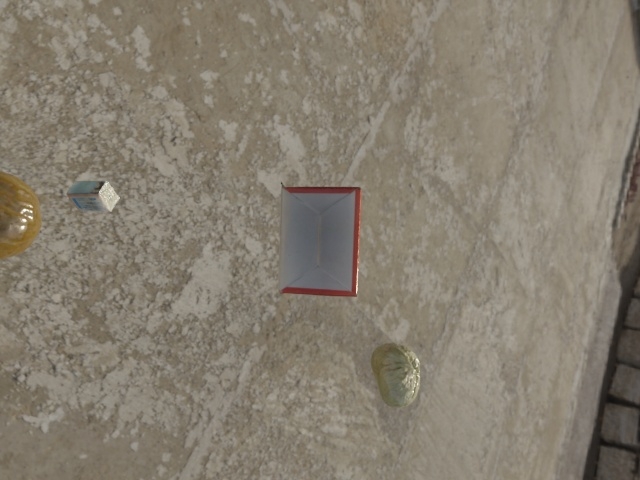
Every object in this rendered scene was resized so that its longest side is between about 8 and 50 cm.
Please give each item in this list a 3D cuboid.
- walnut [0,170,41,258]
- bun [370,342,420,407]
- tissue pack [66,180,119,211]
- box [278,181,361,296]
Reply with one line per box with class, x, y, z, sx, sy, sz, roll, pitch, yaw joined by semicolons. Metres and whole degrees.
walnut;-1.023;-0.084;1.426;0.333;0.333;0.332;-7;100;-48
bun;0.137;0.228;0.822;0.115;0.069;0.115;43;35;-41
tissue pack;-0.569;-0.110;1.195;0.074;0.095;0.058;78;18;-50
box;0.000;0.000;0.794;0.099;0.133;0.182;80;11;-87
